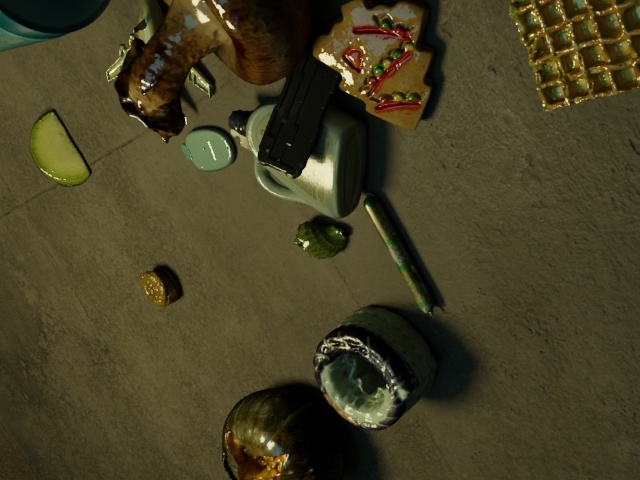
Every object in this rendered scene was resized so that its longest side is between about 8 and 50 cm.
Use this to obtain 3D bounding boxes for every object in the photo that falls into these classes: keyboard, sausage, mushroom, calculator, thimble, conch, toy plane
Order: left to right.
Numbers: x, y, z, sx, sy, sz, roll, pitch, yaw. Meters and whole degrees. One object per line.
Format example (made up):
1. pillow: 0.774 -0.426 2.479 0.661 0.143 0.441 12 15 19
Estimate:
1. toy plane: -0.330 -0.356 1.849 0.242 0.104 0.256 11 133 19
2. mushroom: -0.210 -0.391 1.545 0.334 0.356 0.331 115 133 -81
3. calculator: -0.238 -0.188 1.934 0.153 0.021 0.095 -3 115 39
4. mushroom: -0.141 -0.202 1.840 0.101 0.019 0.049 30 134 26
5. keyboard: -0.030 -0.242 1.613 0.106 0.016 0.262 26 99 25
6. conch: 0.000 0.000 1.836 0.121 0.074 0.089 -10 144 27
7. thimble: 0.111 0.253 1.841 0.237 0.150 0.237 21 128 29
8. sausage: 0.148 0.027 1.733 0.033 0.033 0.269 -19 104 47

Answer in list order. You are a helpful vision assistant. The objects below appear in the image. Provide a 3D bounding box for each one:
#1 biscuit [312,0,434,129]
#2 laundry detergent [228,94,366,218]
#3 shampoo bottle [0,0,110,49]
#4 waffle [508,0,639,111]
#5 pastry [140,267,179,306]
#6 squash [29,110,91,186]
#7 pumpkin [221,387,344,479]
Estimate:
1. biscuit: 0.104 -0.285 1.520 0.212 0.041 0.238 -17 111 30
2. laundry detergent: -0.055 -0.168 1.720 0.281 0.105 0.214 21 126 28
3. shampoo bottle: -0.625 -0.541 1.801 0.343 0.331 0.331 1 118 43
4. waffle: 0.376 -0.307 1.276 0.229 0.057 0.219 -11 110 44
5. pastry: -0.390 0.115 2.261 0.097 0.057 0.109 30 132 30
6. squash: -0.674 -0.199 2.268 0.184 0.085 0.192 -20 102 46
7. pumpkin: -0.087 0.483 2.145 0.320 0.192 0.320 25 134 28
